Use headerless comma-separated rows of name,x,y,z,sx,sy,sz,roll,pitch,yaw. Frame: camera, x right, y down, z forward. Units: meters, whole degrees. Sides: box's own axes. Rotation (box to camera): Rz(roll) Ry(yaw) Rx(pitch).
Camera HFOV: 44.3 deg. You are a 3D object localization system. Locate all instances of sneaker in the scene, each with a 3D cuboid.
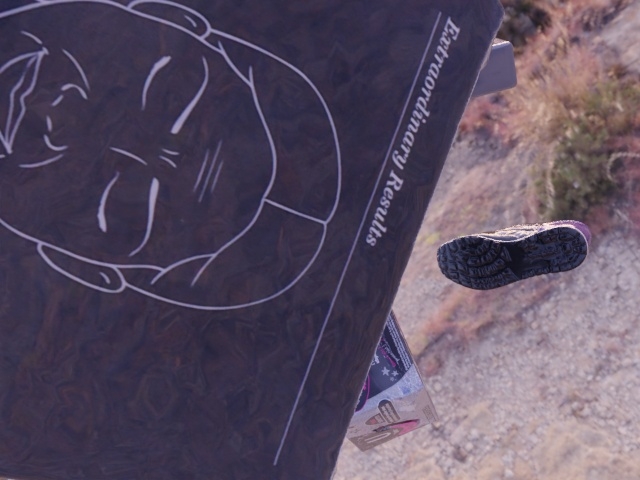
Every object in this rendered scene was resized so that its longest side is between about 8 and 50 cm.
sneaker,0.365,0.022,1.478,0.283,0.107,0.124,-7,12,27

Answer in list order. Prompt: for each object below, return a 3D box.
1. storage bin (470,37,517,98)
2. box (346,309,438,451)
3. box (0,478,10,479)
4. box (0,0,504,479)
storage bin,0.170,-0.212,0.955,0.135,0.098,0.091,-16,19,-10
box,0.074,0.203,1.171,0.142,0.247,0.163,-23,64,4
box,-0.381,0.270,0.753,0.175,0.051,0.220,-28,0,-14
box,-0.154,-0.064,0.388,0.212,0.395,0.294,17,86,58
